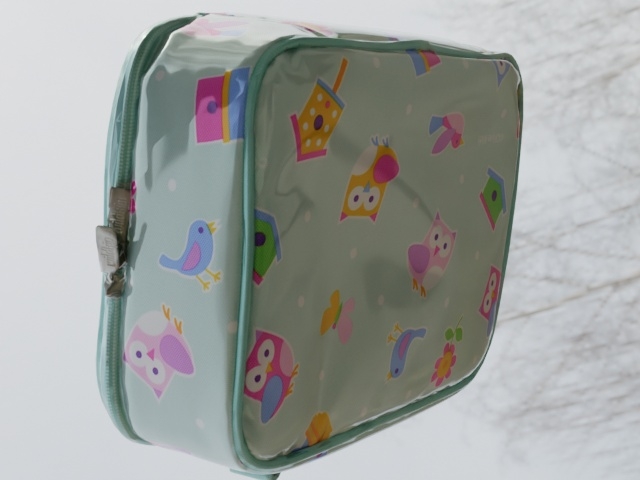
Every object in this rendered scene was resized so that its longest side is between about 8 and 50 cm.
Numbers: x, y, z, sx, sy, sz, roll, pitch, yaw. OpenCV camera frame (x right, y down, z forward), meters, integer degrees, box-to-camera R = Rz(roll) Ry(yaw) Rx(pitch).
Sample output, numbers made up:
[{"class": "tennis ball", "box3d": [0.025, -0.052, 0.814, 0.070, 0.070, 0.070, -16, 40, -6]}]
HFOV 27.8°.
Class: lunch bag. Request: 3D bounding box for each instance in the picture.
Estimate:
[{"class": "lunch bag", "box3d": [0.000, 0.000, 0.672, 0.279, 0.107, 0.224, -9, -71, -55]}]
